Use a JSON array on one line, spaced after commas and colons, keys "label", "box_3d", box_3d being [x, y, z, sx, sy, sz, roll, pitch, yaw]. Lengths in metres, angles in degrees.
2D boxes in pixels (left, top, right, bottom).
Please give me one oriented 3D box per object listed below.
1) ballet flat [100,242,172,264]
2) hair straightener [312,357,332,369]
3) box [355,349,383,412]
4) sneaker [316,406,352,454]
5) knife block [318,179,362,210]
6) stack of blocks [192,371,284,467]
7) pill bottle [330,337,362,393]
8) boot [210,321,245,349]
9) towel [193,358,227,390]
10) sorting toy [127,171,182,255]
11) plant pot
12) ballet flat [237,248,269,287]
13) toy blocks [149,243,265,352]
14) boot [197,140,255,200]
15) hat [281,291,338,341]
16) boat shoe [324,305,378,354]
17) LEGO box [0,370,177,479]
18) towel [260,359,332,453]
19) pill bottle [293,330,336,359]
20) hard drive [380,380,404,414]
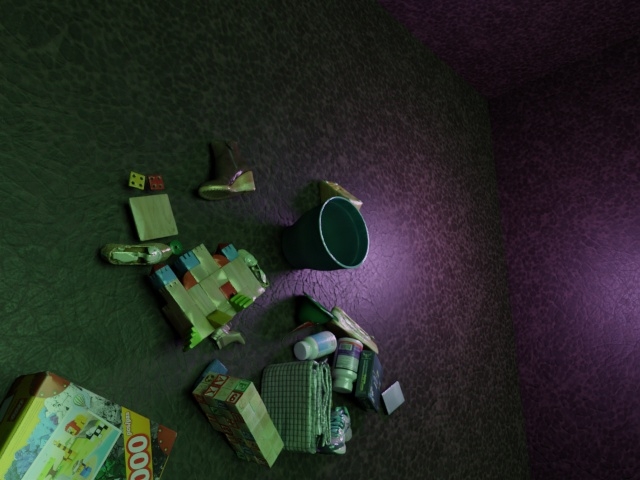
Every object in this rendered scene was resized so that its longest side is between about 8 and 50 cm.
[{"label": "ballet flat", "box_3d": [-0.525, 0.045, 1.526, 0.206, 0.067, 0.073, -2, 108, -34]}, {"label": "hair straightener", "box_3d": [-0.034, 0.486, 1.926, 0.230, 0.047, 0.089, -32, 99, -56]}, {"label": "box", "box_3d": [0.197, 0.561, 2.089, 0.232, 0.059, 0.183, 67, 30, -54]}, {"label": "sneaker", "box_3d": [0.044, 0.666, 1.862, 0.283, 0.110, 0.122, 6, 84, -79]}, {"label": "knife block", "box_3d": [0.061, -0.094, 2.247, 0.088, 0.242, 0.276, 7, 27, -47]}, {"label": "stack of blocks", "box_3d": [-0.245, 0.545, 1.600, 0.087, 0.171, 0.297, -52, 133, -43]}, {"label": "pill bottle", "box_3d": [0.098, 0.486, 2.045, 0.108, 0.108, 0.193, 36, 53, -34]}, {"label": "boot", "box_3d": [-0.306, 0.323, 1.721, 0.118, 0.042, 0.087, 54, 50, -18]}, {"label": "towel", "box_3d": [-0.345, 0.433, 1.642, 0.067, 0.029, 0.119, 54, 45, -20]}, {"label": "sorting toy", "box_3d": [-0.522, -0.076, 1.616, 0.132, 0.046, 0.274, -15, 88, -49]}, {"label": "plant pot", "box_3d": [0.000, 0.000, 2.000, 0.272, 0.255, 0.271, 20, 62, -43]}, {"label": "ballet flat", "box_3d": [-0.233, 0.097, 1.865, 0.057, 0.052, 0.168, -44, 109, -46]}, {"label": "toy blocks", "box_3d": [-0.360, 0.137, 1.644, 0.261, 0.191, 0.381, 55, 43, -2]}, {"label": "boot", "box_3d": [-0.356, -0.251, 1.855, 0.248, 0.090, 0.206, -12, 74, -47]}, {"label": "hat", "box_3d": [-0.061, 0.311, 1.984, 0.183, 0.173, 0.208, -51, 128, -4]}, {"label": "boat shoe", "box_3d": [0.140, 0.373, 2.134, 0.285, 0.105, 0.089, 43, 51, -28]}, {"label": "LEGO box", "box_3d": [-0.607, 0.604, 1.171, 0.372, 0.193, 0.500, 40, 50, -31]}, {"label": "towel", "box_3d": [-0.076, 0.547, 1.742, 0.121, 0.235, 0.283, 20, 62, -49]}, {"label": "pill bottle", "box_3d": [-0.021, 0.394, 1.964, 0.160, 0.087, 0.087, -5, 80, -48]}, {"label": "hard drive", "box_3d": [0.306, 0.678, 2.269, 0.135, 0.022, 0.094, -19, 91, -49]}]
